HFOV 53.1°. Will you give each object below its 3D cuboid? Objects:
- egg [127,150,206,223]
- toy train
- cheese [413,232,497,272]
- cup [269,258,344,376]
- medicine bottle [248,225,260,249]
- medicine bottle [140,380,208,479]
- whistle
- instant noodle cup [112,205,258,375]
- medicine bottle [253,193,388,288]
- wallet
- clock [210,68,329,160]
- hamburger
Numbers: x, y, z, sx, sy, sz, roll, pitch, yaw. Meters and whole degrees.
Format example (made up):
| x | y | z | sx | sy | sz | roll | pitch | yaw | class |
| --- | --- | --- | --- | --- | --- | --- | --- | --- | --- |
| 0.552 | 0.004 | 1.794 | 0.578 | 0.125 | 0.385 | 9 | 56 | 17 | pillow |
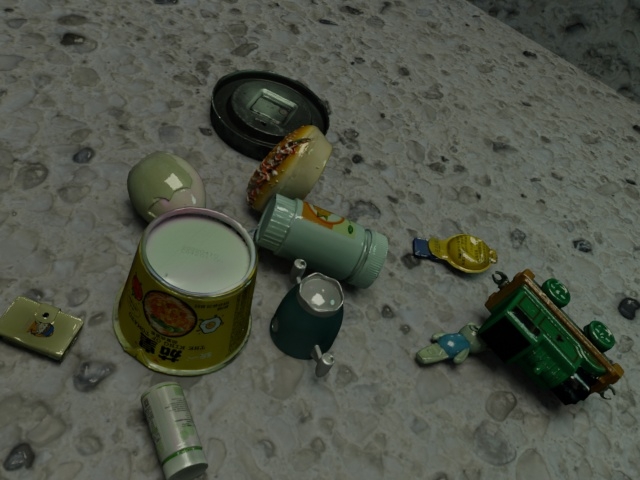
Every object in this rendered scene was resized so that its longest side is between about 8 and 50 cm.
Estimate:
| x | y | z | sx | sy | sz | roll | pitch | yaw | class |
| --- | --- | --- | --- | --- | --- | --- | --- | --- | --- |
| -0.378 | -0.113 | 1.620 | 0.183 | 0.183 | 0.217 | -32 | 77 | -39 | egg |
| 0.576 | 0.258 | 1.635 | 0.429 | 0.178 | 0.249 | 49 | 44 | 10 | toy train |
| 0.395 | 0.031 | 1.883 | 0.250 | 0.064 | 0.157 | 9 | 46 | -2 | cheese |
| -0.019 | 0.169 | 1.513 | 0.167 | 0.173 | 0.300 | 0 | 50 | -24 | cup |
| -0.171 | -0.005 | 1.691 | 0.052 | 0.052 | 0.089 | 35 | 46 | 11 | medicine bottle |
| -0.292 | 0.379 | 1.274 | 0.086 | 0.086 | 0.183 | -10 | 55 | -29 | medicine bottle |
| 0.348 | 0.266 | 1.645 | 0.235 | 0.077 | 0.114 | -12 | 40 | -27 | whistle |
| -0.283 | 0.099 | 1.414 | 0.325 | 0.254 | 0.326 | 12 | 47 | -13 | instant noodle cup |
| 0.000 | 0.000 | 1.653 | 0.318 | 0.158 | 0.158 | 22 | 45 | -16 | medicine bottle |
| -0.596 | 0.186 | 1.358 | 0.155 | 0.039 | 0.110 | 22 | 49 | -2 | wallet |
| -0.162 | -0.396 | 2.034 | 0.386 | 0.076 | 0.386 | 11 | 47 | -12 | clock |
| -0.087 | -0.189 | 1.729 | 0.151 | 0.295 | 0.227 | 32 | 49 | -7 | hamburger |
